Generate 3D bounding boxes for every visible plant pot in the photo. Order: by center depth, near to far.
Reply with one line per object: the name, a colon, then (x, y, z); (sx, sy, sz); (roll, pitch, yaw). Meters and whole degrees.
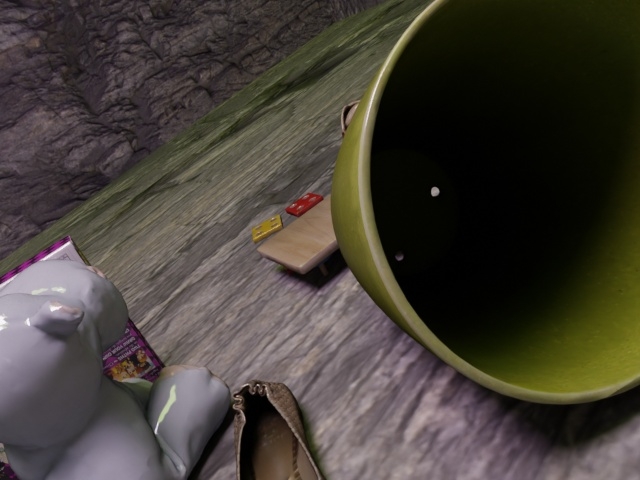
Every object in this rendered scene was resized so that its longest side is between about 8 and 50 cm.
plant pot: (0.116, -0.031, 0.538); (0.274, 0.275, 0.293); (-35, 7, -14)

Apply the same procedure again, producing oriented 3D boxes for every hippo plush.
hippo plush: (-0.234, 0.153, 0.539); (0.234, 0.237, 0.294); (-24, 23, 13)

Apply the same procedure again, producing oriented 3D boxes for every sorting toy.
sorting toy: (0.000, 0.000, 0.839); (0.132, 0.046, 0.274); (-37, 24, -18)

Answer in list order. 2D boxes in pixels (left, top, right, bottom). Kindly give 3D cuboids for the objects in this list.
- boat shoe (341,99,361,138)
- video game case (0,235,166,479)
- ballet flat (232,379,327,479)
boat shoe: (0.090, -0.171, 1.004); (0.123, 0.116, 0.324); (-28, 22, 2)
video game case: (-0.304, 0.143, 0.681); (0.232, 0.210, 0.042); (-35, 22, -12)
ballet flat: (-0.033, 0.176, 0.485); (0.084, 0.058, 0.250); (-30, 22, 0)
